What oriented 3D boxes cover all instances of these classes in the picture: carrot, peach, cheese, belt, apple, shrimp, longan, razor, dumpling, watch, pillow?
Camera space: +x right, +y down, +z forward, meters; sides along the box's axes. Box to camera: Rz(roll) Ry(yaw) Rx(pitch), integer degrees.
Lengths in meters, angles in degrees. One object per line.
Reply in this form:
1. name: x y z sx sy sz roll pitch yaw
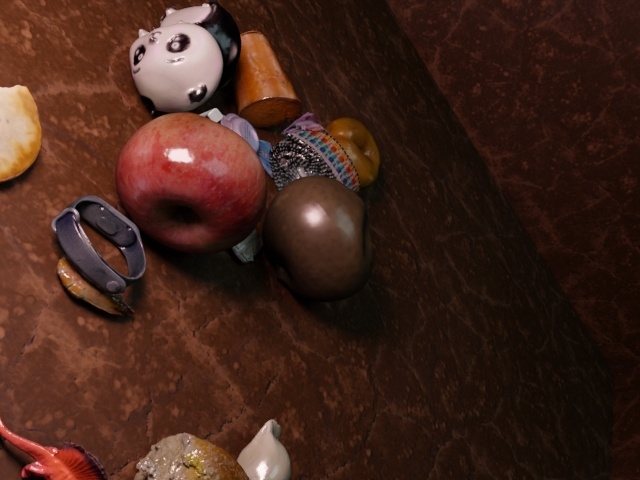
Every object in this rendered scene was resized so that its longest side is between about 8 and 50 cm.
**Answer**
1. carrot: -0.170 -0.474 2.080 0.196 0.196 0.254 6 64 -53
2. peach: 0.101 -0.280 2.364 0.251 0.153 0.251 24 54 -37
3. cheese: -0.203 -0.273 2.019 0.245 0.052 0.135 34 45 -52
4. belt: -0.018 -0.198 2.094 0.295 0.207 0.160 52 38 -5
5. apple: -0.276 -0.136 1.590 0.345 0.345 0.269 39 41 -33
6. shrimp: -0.447 0.095 1.448 0.190 0.042 0.101 43 31 -28
7. longan: 0.000 0.000 1.913 0.288 0.289 0.350 -34 109 -57
8. razor: -0.294 -0.280 1.720 0.056 0.278 0.111 -46 110 -24
9. dumpling: -0.125 0.512 1.564 0.228 0.124 0.151 -64 157 -45
10. watch: -0.443 0.002 1.453 0.206 0.068 0.193 45 21 -30
11. pillow: -0.231 -0.052 1.846 0.232 0.038 0.130 54 35 -15

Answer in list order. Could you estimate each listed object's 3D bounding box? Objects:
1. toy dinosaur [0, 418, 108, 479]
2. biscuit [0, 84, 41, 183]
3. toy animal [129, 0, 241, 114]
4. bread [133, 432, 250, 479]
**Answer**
1. toy dinosaur: -0.434 0.364 1.195 0.286 0.139 0.070 58 33 -8
2. biscuit: -0.654 -0.197 1.356 0.309 0.040 0.204 -23 88 -56
3. toy animal: -0.333 -0.445 1.791 0.251 0.251 0.309 47 42 -25
4. bread: -0.239 0.485 1.350 0.246 0.176 0.195 51 33 -20
